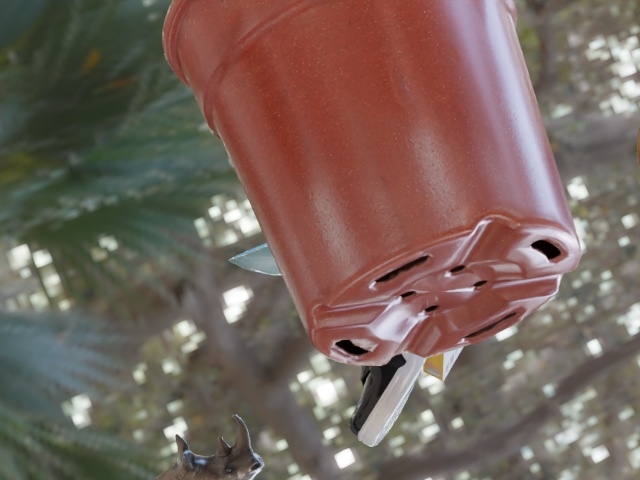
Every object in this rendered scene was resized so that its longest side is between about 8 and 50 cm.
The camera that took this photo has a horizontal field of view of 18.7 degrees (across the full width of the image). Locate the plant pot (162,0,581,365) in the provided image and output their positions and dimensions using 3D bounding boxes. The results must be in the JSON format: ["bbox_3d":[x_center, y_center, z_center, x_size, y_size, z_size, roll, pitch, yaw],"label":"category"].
[{"bbox_3d":[0.050,-0.069,1.405,0.272,0.272,0.265,-57,-135,53],"label":"plant pot"}]

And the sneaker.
[{"bbox_3d":[0.043,0.065,1.672,0.121,0.217,0.079,26,-27,5],"label":"sneaker"}]

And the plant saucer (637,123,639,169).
[{"bbox_3d":[0.275,-0.077,1.518,0.083,0.015,0.083,-178,-90,-69],"label":"plant saucer"}]

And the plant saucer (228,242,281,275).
[{"bbox_3d":[0.000,0.000,2.018,0.195,0.195,0.037,-20,-88,58],"label":"plant saucer"}]

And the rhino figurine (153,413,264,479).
[{"bbox_3d":[-0.118,0.258,1.649,0.073,0.106,0.243,-117,-131,-76],"label":"rhino figurine"}]

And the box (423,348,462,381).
[{"bbox_3d":[0.130,0.082,1.921,0.028,0.081,0.136,25,-24,17],"label":"box"}]
